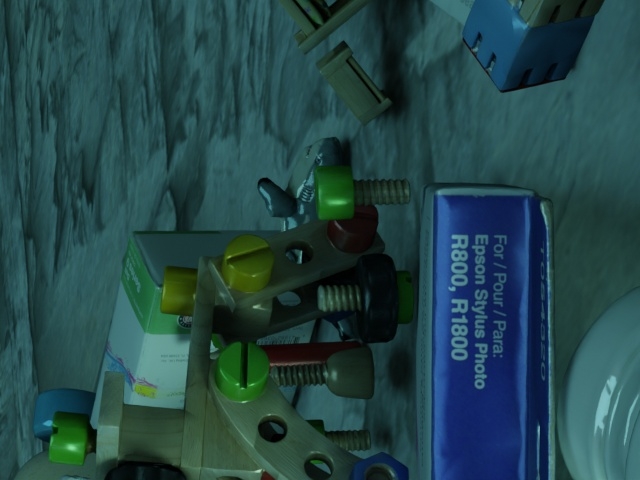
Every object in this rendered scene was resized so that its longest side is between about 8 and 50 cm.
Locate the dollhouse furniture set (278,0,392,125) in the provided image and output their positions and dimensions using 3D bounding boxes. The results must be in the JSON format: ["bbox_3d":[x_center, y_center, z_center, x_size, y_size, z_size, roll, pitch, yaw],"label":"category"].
[{"bbox_3d":[0.009,-0.205,1.262,0.182,0.101,0.161,50,-173,-15],"label":"dollhouse furniture set"}]

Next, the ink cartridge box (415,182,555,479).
[{"bbox_3d":[0.091,0.128,0.958,0.330,0.071,0.324,-32,-58,-85],"label":"ink cartridge box"}]

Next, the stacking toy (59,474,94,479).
[{"bbox_3d":[-0.107,0.249,1.351,0.167,0.221,0.052,-1,75,65],"label":"stacking toy"}]

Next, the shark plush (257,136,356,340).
[{"bbox_3d":[0.000,0.000,1.306,0.067,0.073,0.161,-16,70,31],"label":"shark plush"}]

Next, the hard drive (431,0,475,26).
[{"bbox_3d":[0.133,-0.290,1.039,0.203,0.040,0.307,48,132,51],"label":"hard drive"}]

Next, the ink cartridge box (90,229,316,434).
[{"bbox_3d":[-0.101,0.101,1.393,0.093,0.154,0.212,-125,42,-49],"label":"ink cartridge box"}]

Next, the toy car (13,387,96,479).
[{"bbox_3d":[-0.186,0.285,1.599,0.238,0.210,0.219,79,-168,-67],"label":"toy car"}]

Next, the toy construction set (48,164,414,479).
[{"bbox_3d":[-0.069,0.098,1.140,0.309,0.237,0.257,129,139,-82],"label":"toy construction set"}]

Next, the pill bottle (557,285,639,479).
[{"bbox_3d":[0.246,0.117,0.696,0.318,0.176,0.176,27,115,59],"label":"pill bottle"}]

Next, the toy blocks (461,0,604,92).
[{"bbox_3d":[0.100,-0.267,0.905,0.381,0.191,0.261,59,149,30],"label":"toy blocks"}]
